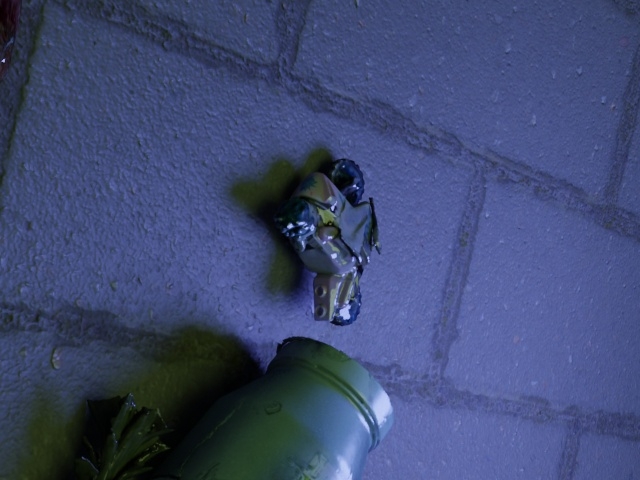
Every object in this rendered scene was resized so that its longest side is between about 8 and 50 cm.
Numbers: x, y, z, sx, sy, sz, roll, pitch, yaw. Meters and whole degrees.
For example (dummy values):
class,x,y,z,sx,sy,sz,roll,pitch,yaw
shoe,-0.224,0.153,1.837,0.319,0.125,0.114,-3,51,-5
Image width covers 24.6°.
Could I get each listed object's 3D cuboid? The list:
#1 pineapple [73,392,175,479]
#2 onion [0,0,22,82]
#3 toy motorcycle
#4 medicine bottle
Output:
class,x,y,z,sx,sy,sz,roll,pitch,yaw
pineapple,-0.293,0.326,1.832,0.130,0.119,0.277,31,67,-2
onion,-0.418,-0.224,1.494,0.219,0.252,0.252,18,90,-5
toy motorcycle,-0.005,0.001,2.101,0.204,0.108,0.239,4,70,-54
medicine bottle,-0.057,0.296,1.997,0.290,0.245,0.245,-51,133,-30
